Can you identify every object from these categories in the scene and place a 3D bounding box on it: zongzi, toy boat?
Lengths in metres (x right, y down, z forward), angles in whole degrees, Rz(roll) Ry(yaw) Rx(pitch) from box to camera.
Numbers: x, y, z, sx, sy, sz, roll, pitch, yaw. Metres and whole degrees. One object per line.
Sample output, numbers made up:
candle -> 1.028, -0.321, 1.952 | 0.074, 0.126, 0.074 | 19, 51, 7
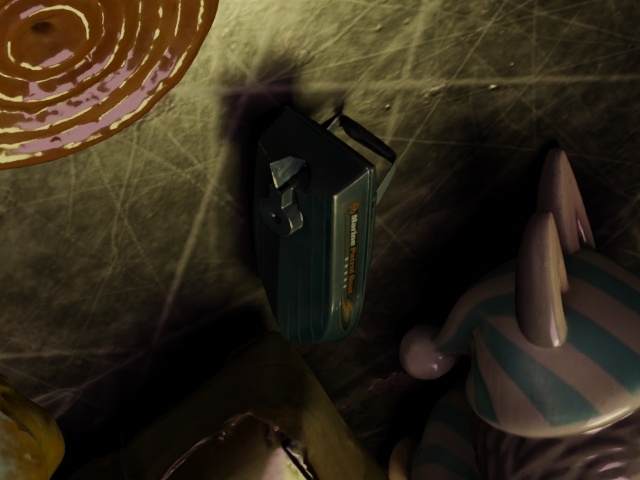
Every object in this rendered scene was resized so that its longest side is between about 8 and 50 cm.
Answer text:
zongzi -> -0.096, 0.308, 1.663 | 0.393, 0.174, 0.356 | -33, 119, 9
toy boat -> 0.000, 0.000, 1.487 | 0.103, 0.093, 0.246 | -37, 150, -28

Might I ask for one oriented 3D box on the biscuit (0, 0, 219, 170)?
biscuit -> -0.181, -0.137, 1.242 | 0.262, 0.037, 0.262 | -19, 144, -15

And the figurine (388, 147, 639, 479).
figurine -> 0.213, 0.098, 1.683 | 0.266, 0.361, 0.378 | -9, 106, -32

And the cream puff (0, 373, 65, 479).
cream puff -> -0.349, 0.171, 1.332 | 0.270, 0.274, 0.323 | -13, 179, 37
